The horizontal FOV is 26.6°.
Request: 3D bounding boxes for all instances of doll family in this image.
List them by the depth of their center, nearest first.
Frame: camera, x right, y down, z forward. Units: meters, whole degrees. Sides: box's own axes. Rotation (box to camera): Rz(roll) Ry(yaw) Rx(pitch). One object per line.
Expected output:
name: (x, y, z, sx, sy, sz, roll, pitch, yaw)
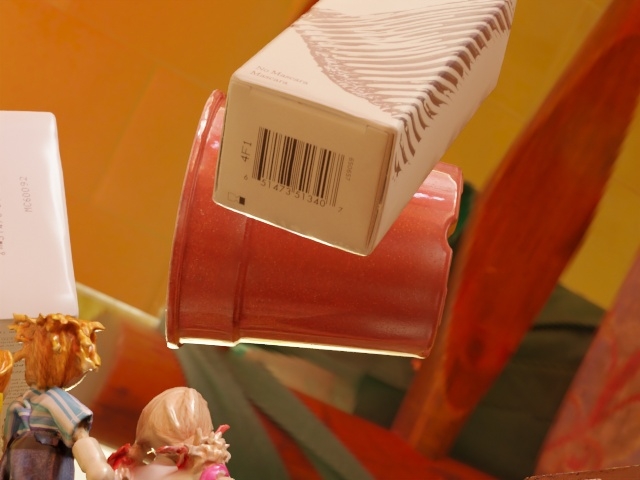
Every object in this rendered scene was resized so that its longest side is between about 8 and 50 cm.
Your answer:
doll family: (-0.155, 0.122, 0.691, 0.263, 0.118, 0.163, -13, 62, 51)

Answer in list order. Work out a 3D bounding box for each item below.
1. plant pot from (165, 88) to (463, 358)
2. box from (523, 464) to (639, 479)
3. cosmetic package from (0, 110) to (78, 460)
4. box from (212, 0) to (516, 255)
plant pot: (0.000, 0.000, 1.392, 0.272, 0.265, 0.273, 10, -90, -87)
box: (0.167, 0.262, 0.974, 0.257, 0.079, 0.322, -36, 3, -26)
cosmetic package: (-0.318, 0.067, 1.151, 0.365, 0.155, 0.197, 122, 141, -55)
box: (0.039, -0.104, 0.896, 0.275, 0.113, 0.094, -53, -22, -54)
